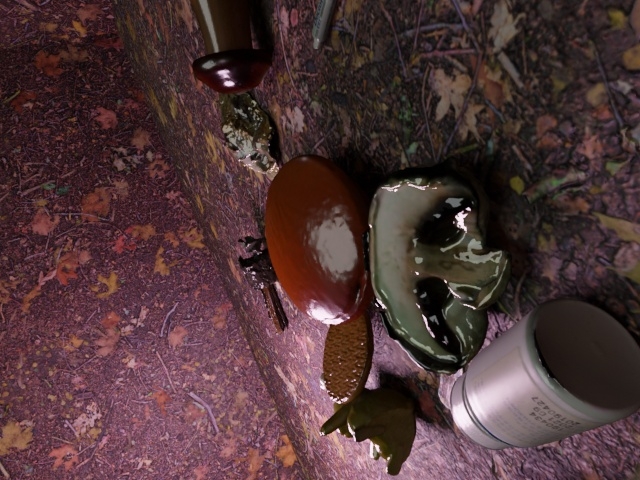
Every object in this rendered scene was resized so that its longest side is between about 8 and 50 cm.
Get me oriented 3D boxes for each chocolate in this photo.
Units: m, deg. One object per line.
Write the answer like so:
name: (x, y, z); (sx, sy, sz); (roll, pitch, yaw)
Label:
chocolate: (-0.211, 0.233, 1.766); (0.102, 0.065, 0.330); (-177, 66, -85)

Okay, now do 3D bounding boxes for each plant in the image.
plant: (-0.239, 0.079, 1.597); (0.142, 0.131, 0.203); (0, 109, 68)

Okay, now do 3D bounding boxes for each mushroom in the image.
mushroom: (0.188, 0.035, 0.665); (0.247, 0.130, 0.344); (5, 118, 46)

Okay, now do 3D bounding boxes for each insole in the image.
insole: (0.259, 0.273, 0.851); (0.065, 0.006, 0.194); (41, 144, 47)

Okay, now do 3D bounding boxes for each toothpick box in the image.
toothpick box: (-0.222, -0.503, 0.998); (0.192, 0.192, 0.295); (20, 122, 60)

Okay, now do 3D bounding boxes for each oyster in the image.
oyster: (-0.232, -0.322, 1.269); (0.355, 0.107, 0.201); (54, 149, 29)

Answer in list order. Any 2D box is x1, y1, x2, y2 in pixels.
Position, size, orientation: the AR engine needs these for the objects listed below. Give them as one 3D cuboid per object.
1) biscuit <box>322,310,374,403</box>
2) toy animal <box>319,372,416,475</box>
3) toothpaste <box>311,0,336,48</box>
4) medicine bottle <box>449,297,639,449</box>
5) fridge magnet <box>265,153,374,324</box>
biscuit: (0.071, 0.285, 1.089); (0.262, 0.037, 0.262); (-165, 90, -71)
toy animal: (0.103, 0.470, 1.127); (0.181, 0.180, 0.363); (38, 155, -13)
toothpaste: (0.014, -0.425, 0.741); (0.048, 0.029, 0.197); (58, 152, 21)
medicine bottle: (0.279, 0.194, 0.568); (0.143, 0.143, 0.258); (56, 153, 25)
fridge magnet: (0.000, 0.000, 0.895); (0.363, 0.155, 0.364); (26, 123, 49)
